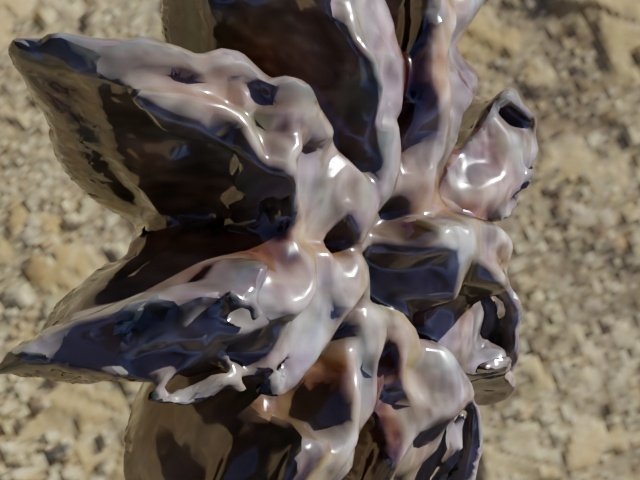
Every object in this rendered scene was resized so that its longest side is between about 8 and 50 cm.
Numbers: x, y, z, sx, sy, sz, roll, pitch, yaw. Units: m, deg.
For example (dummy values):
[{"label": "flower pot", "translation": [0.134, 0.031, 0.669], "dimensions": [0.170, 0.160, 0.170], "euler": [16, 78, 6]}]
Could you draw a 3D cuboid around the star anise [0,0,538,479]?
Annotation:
[{"label": "star anise", "translation": [0.000, -0.002, 0.734], "dimensions": [0.331, 0.117, 0.332], "euler": [-4, 95, -57]}]
